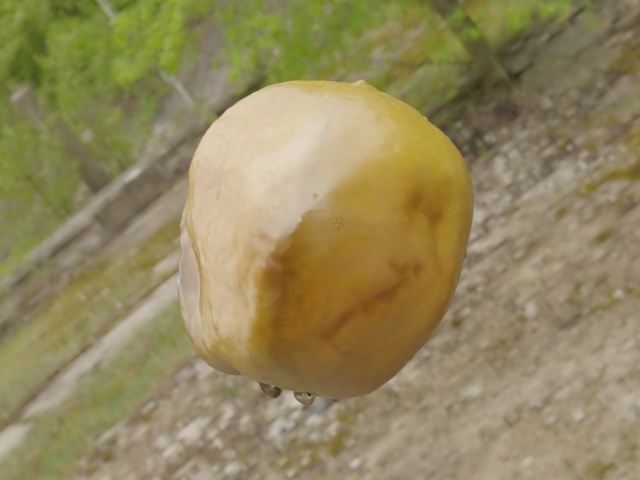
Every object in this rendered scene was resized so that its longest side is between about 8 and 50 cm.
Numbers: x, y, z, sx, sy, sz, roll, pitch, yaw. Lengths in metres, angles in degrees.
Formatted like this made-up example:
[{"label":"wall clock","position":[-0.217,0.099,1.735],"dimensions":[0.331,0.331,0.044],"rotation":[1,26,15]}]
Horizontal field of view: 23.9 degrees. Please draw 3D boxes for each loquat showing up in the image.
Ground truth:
[{"label":"loquat","position":[0.000,0.000,0.613],"dimensions":[0.137,0.113,0.137],"rotation":[-23,58,42]}]
